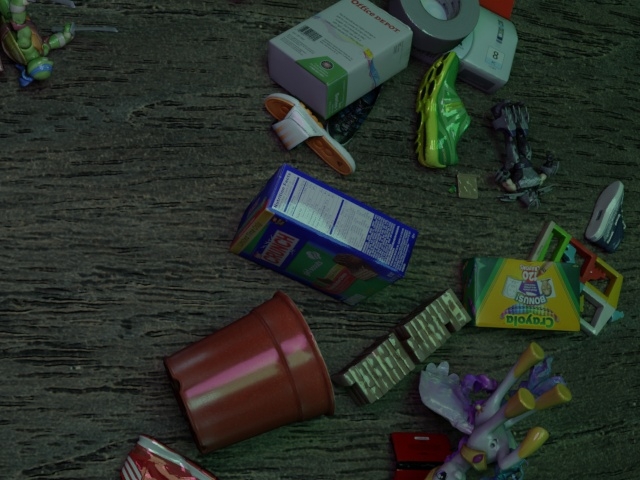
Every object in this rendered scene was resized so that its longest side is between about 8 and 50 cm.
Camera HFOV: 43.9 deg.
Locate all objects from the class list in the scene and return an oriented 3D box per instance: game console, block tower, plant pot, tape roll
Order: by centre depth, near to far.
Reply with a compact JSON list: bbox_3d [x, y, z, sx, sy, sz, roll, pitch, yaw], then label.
[{"bbox_3d":[-0.149,0.274,1.559,0.265,0.272,0.272,-23,84,-17],"label":"plant pot"},{"bbox_3d":[0.219,0.500,1.759,0.144,0.085,0.124,7,42,-20],"label":"game console"},{"bbox_3d":[0.182,0.242,1.774,0.336,0.091,0.097,-34,88,-25],"label":"block tower"},{"bbox_3d":[0.279,-0.574,1.952,0.219,0.072,0.219,5,73,-18],"label":"tape roll"}]

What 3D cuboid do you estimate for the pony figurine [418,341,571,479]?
[{"bbox_3d":[0.349,0.380,1.656,0.303,0.363,0.351,40,30,1],"label":"pony figurine"}]

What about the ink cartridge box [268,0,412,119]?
[{"bbox_3d":[0.047,-0.435,1.855,0.278,0.117,0.201,-36,62,-25],"label":"ink cartridge box"}]

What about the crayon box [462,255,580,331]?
[{"bbox_3d":[0.479,0.131,1.899,0.279,0.081,0.165,4,82,-15],"label":"crayon box"}]

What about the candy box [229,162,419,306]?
[{"bbox_3d":[0.000,0.000,1.673,0.317,0.268,0.122,26,64,-12],"label":"candy box"}]

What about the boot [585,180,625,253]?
[{"bbox_3d":[0.772,-0.060,2.101,0.086,0.069,0.190,35,74,-16],"label":"boot"}]

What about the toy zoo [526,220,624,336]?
[{"bbox_3d":[0.655,0.110,2.022,0.293,0.030,0.192,36,66,-8],"label":"toy zoo"}]

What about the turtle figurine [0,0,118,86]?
[{"bbox_3d":[-0.580,-0.482,1.631,0.266,0.275,0.198,53,31,4],"label":"turtle figurine"}]

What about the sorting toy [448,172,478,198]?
[{"bbox_3d":[0.356,-0.136,1.986,0.083,0.012,0.061,4,79,-23],"label":"sorting toy"}]

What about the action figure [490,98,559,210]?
[{"bbox_3d":[0.509,-0.212,2.021,0.185,0.099,0.284,-10,83,-32],"label":"action figure"}]

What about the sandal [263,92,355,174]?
[{"bbox_3d":[-0.033,-0.229,1.816,0.265,0.102,0.076,41,63,-8],"label":"sandal"}]

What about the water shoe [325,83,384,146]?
[{"bbox_3d":[0.079,-0.311,1.892,0.073,0.080,0.203,35,66,-8],"label":"water shoe"}]

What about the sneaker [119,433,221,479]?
[{"bbox_3d":[-0.288,0.484,1.545,0.221,0.087,0.128,32,75,3],"label":"sneaker"}]

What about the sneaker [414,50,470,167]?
[{"bbox_3d":[0.307,-0.320,1.971,0.124,0.109,0.295,11,84,-23],"label":"sneaker"}]

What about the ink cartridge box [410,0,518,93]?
[{"bbox_3d":[0.381,-0.617,2.086,0.308,0.091,0.384,22,71,-13],"label":"ink cartridge box"}]
